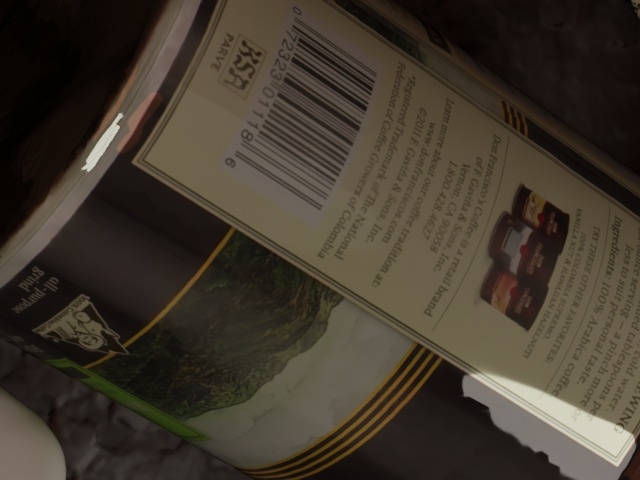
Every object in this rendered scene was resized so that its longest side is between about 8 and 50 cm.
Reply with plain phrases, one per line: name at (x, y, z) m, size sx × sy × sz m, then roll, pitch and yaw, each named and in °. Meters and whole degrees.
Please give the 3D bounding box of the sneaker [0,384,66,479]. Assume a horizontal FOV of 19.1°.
sneaker at (-0.197, 0.047, 0.698) m, size 0.237 × 0.086 × 0.085 m, roll 31°, pitch 71°, yaw -16°

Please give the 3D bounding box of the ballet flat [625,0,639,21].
ballet flat at (0.346, -0.262, 0.888) m, size 0.483 × 0.182 × 0.164 m, roll -38°, pitch 109°, yaw -12°

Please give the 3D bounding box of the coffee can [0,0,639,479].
coffee can at (0.000, 0.000, 0.782) m, size 0.275 × 0.201 × 0.202 m, roll 33°, pitch 86°, yaw -24°
